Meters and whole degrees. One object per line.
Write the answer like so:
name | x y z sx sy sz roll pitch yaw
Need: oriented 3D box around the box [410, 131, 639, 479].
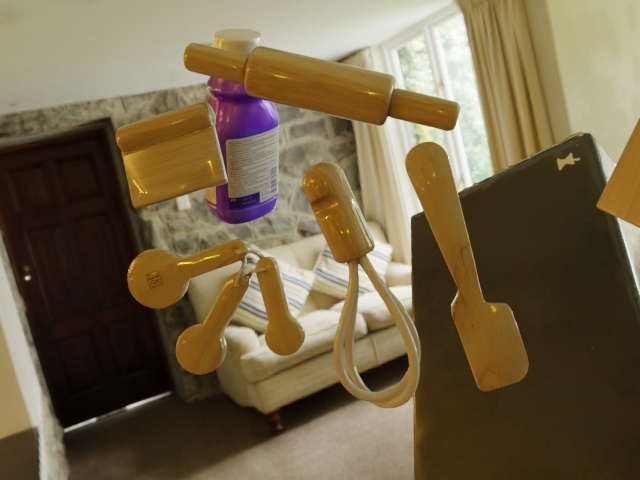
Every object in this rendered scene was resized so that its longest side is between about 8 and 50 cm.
box | 0.374 0.208 0.807 0.297 0.471 0.480 -26 42 34

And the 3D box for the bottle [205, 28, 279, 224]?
bottle | -0.120 -0.167 0.901 0.118 0.283 0.092 -26 42 -37

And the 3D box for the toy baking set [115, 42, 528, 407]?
toy baking set | 0.000 -0.007 0.351 0.256 0.197 0.030 10 6 6

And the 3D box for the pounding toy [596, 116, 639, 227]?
pounding toy | 0.322 -0.055 0.458 0.141 0.130 0.100 10 20 -28
